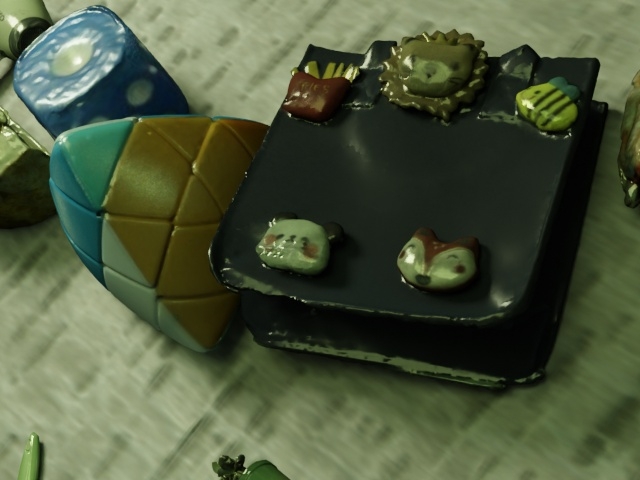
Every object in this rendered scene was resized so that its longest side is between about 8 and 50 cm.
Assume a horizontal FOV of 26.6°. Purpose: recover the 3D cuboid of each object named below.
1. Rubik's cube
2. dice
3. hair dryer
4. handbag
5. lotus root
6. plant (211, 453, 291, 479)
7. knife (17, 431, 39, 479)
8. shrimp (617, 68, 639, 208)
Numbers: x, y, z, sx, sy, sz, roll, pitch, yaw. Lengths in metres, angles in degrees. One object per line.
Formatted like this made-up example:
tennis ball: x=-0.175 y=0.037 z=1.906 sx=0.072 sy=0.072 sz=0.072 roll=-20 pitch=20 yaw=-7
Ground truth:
Rubik's cube: x=-0.164 y=0.013 z=1.351 sx=0.254 sy=0.254 sz=0.254 roll=-13 pitch=56 yaw=20
dice: x=-0.239 y=-0.156 z=1.468 sx=0.143 sy=0.146 sz=0.146 roll=-41 pitch=50 yaw=-3
hair dryer: x=-0.424 y=-0.247 z=1.681 sx=0.225 sy=0.088 sz=0.219 roll=-40 pitch=43 yaw=20
handbag: x=0.085 y=-0.049 z=1.238 sx=0.303 sy=0.122 sz=0.329 roll=8 pitch=61 yaw=23
lotus root: x=-0.386 y=-0.100 z=1.509 sx=0.235 sy=0.119 sz=0.138 roll=33 pitch=94 yaw=27
plant: x=-0.065 y=0.215 z=1.212 sx=0.102 sy=0.051 sz=0.051 roll=22 pitch=73 yaw=41
knife: x=-0.297 y=0.284 z=1.312 sx=0.030 sy=0.014 sz=0.207 roll=-9 pitch=58 yaw=21
shrimp: x=0.364 y=-0.088 z=1.161 sx=0.247 sy=0.085 sz=0.360 roll=10 pitch=60 yaw=36
